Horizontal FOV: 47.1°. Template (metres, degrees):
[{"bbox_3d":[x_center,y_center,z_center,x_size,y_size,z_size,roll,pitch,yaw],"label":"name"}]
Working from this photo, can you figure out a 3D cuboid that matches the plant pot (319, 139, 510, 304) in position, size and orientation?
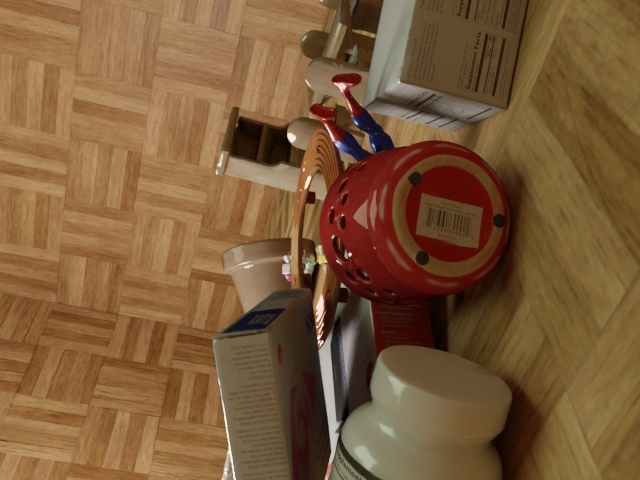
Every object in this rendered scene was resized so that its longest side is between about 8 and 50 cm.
[{"bbox_3d":[0.112,-0.023,0.852,0.174,0.191,0.191,157,124,-71],"label":"plant pot"}]

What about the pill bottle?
[{"bbox_3d":[0.086,0.257,0.724,0.162,0.162,0.278,-116,39,-75],"label":"pill bottle"}]

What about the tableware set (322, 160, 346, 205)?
[{"bbox_3d":[0.040,-0.132,1.870,0.194,0.039,0.128,103,161,-47],"label":"tableware set"}]

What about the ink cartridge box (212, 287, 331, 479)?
[{"bbox_3d":[-0.037,0.239,0.877,0.324,0.071,0.330,-36,-63,-83],"label":"ink cartridge box"}]

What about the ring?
[{"bbox_3d":[0.000,0.000,1.115,0.336,0.032,0.337,-176,90,-77],"label":"ring"}]

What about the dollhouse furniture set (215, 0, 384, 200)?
[{"bbox_3d":[-0.042,-0.304,1.505,0.362,0.256,0.394,-86,13,-47],"label":"dollhouse furniture set"}]

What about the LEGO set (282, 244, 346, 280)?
[{"bbox_3d":[0.055,0.055,1.354,0.287,0.132,0.107,-12,83,55],"label":"LEGO set"}]

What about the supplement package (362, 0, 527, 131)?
[{"bbox_3d":[0.167,-0.300,0.982,0.204,0.145,0.262,-179,101,-80],"label":"supplement package"}]

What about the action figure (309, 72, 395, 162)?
[{"bbox_3d":[0.111,-0.094,0.997,0.139,0.280,0.091,22,70,42],"label":"action figure"}]

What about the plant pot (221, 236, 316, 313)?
[{"bbox_3d":[-0.131,0.130,2.014,0.263,0.263,0.229,132,131,-72],"label":"plant pot"}]

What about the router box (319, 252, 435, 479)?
[{"bbox_3d":[0.062,0.193,1.056,0.335,0.082,0.301,114,156,-53],"label":"router box"}]

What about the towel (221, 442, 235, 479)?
[{"bbox_3d":[-0.081,0.368,1.405,0.317,0.053,0.332,11,-89,-64],"label":"towel"}]
